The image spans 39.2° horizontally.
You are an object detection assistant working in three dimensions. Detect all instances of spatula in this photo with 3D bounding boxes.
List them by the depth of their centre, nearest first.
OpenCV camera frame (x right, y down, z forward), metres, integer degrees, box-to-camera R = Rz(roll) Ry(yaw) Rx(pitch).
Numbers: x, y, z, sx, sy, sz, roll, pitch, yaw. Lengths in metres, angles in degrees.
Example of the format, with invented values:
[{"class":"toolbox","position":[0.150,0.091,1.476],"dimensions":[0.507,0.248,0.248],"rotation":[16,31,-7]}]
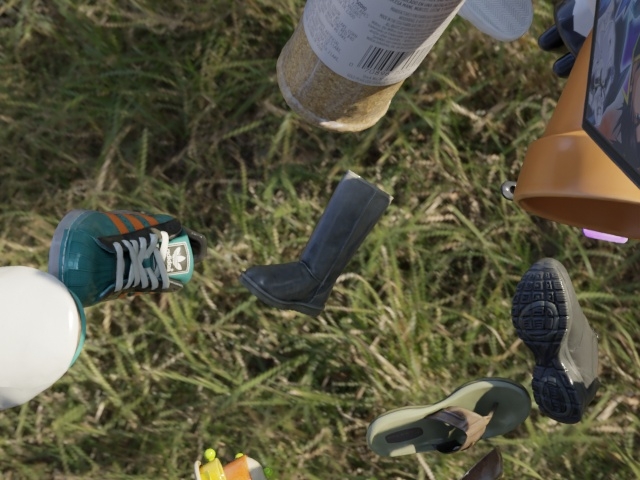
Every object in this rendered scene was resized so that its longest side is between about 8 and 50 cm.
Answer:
[{"class":"spatula","position":[0.384,-0.056,1.402],"dimensions":[0.030,0.297,0.084],"rotation":[-10,73,50]}]

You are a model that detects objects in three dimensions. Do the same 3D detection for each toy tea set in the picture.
[{"class":"toy tea set","position":[-0.120,0.538,1.662],"dimensions":[0.124,0.200,0.336],"rotation":[-21,76,-3]}]

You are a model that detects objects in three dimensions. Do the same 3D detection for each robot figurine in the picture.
[{"class":"robot figurine","position":[0.512,-0.385,1.532],"dimensions":[0.278,0.209,0.173],"rotation":[-35,21,36]}]

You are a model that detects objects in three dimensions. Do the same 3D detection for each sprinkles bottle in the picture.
[{"class":"sprinkles bottle","position":[0.066,-0.223,0.733],"dimensions":[0.355,0.121,0.121],"rotation":[128,148,-59]}]

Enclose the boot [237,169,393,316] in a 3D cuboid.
[{"class":"boot","position":[-0.002,-0.002,1.246],"dimensions":[0.076,0.190,0.208],"rotation":[42,104,31]}]

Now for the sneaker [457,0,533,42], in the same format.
[{"class":"sneaker","position":[0.218,-0.413,1.462],"dimensions":[0.108,0.169,0.292],"rotation":[-39,81,-11]}]

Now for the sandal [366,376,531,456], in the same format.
[{"class":"sandal","position":[0.229,0.334,1.587],"dimensions":[0.303,0.120,0.086],"rotation":[-21,23,11]}]

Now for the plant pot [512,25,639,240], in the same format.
[{"class":"plant pot","position":[0.351,-0.108,0.875],"dimensions":[0.291,0.291,0.203],"rotation":[11,88,36]}]

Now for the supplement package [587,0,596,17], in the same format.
[{"class":"supplement package","position":[0.501,-0.460,1.241],"dimensions":[0.263,0.198,0.199],"rotation":[-41,27,-23]}]

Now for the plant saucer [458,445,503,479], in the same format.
[{"class":"plant saucer","position":[0.228,0.410,1.424],"dimensions":[0.036,0.198,0.198],"rotation":[43,93,21]}]

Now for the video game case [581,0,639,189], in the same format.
[{"class":"video game case","position":[0.209,-0.139,0.495],"dimensions":[0.035,0.248,0.275],"rotation":[-2,24,-1]}]

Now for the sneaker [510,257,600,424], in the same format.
[{"class":"sneaker","position":[0.403,0.157,1.503],"dimensions":[0.109,0.286,0.130],"rotation":[6,25,44]}]

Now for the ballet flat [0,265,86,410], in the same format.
[{"class":"ballet flat","position":[-0.392,0.093,0.864],"dimensions":[0.400,0.139,0.139],"rotation":[-3,65,40]}]

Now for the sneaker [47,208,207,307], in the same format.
[{"class":"sneaker","position":[-0.217,0.014,1.058],"dimensions":[0.121,0.302,0.108],"rotation":[4,100,7]}]
